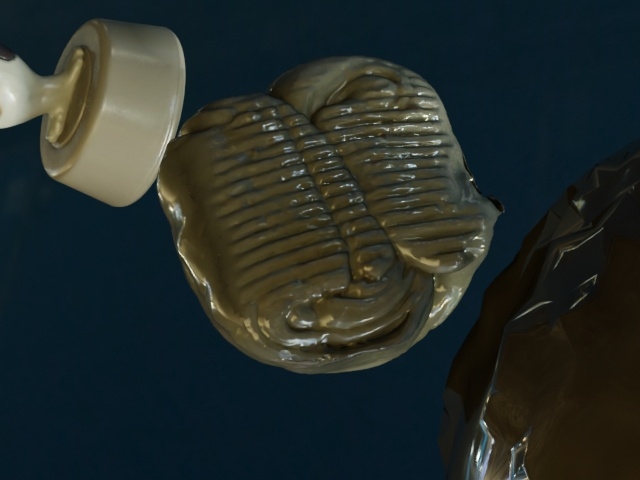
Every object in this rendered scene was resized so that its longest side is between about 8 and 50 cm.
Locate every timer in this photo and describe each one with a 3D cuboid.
[{"bbox_3d":[-0.277,-0.143,1.306,0.175,0.266,0.175,-32,-129,51],"label":"timer"}]

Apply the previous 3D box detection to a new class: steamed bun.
[{"bbox_3d":[0.002,-0.001,0.954,0.218,0.211,0.144,62,-24,29],"label":"steamed bun"}]

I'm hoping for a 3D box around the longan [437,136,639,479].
[{"bbox_3d":[0.273,0.121,0.628,0.436,0.404,0.403,-8,-75,9],"label":"longan"}]
